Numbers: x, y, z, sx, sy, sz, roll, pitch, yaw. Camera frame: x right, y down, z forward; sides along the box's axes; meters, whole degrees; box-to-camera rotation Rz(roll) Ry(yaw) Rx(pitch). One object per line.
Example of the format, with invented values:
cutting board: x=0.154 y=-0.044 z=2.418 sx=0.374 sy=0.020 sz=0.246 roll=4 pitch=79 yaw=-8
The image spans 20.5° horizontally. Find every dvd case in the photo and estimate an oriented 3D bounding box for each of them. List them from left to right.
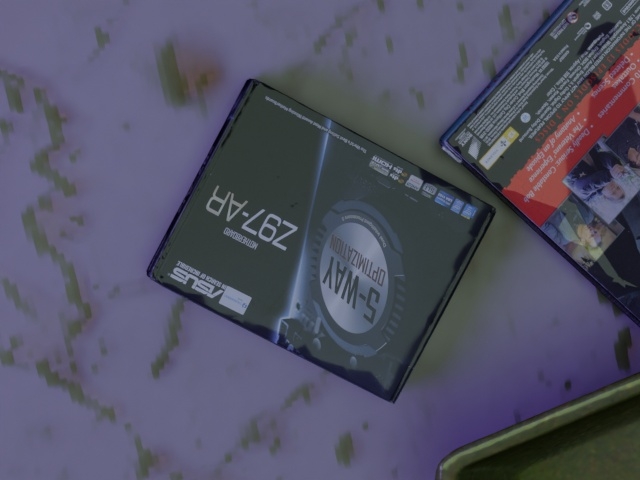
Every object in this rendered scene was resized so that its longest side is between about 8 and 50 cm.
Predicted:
dvd case: x=0.107 y=-0.022 z=0.538 sx=0.119 sy=0.013 sz=0.087 roll=41 pitch=90 yaw=-8

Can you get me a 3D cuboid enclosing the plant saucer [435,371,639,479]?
plant saucer: x=0.145 y=0.106 z=0.533 sx=0.188 sy=0.045 sz=0.188 roll=-22 pitch=104 yaw=-4

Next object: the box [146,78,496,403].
box: x=0.000 y=0.000 z=0.524 sx=0.083 sy=0.018 sz=0.067 roll=28 pitch=91 yaw=-9
